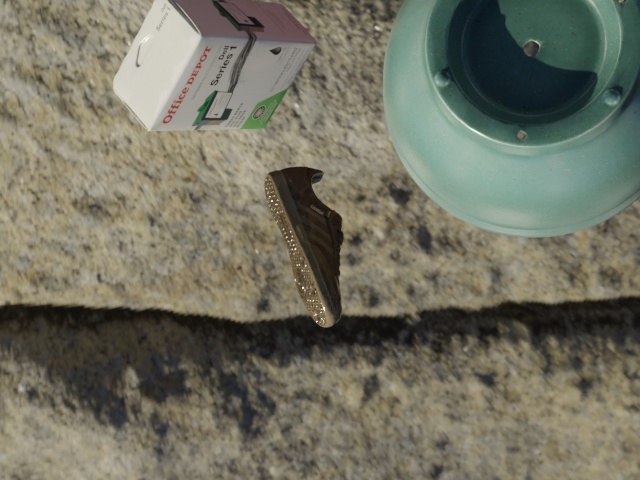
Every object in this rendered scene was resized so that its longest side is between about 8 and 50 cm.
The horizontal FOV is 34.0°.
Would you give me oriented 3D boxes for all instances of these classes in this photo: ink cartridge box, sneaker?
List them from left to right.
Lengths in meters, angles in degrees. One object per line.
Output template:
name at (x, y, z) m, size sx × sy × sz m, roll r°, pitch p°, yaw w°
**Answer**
ink cartridge box at (-0.137, -0.229, 1.363) m, size 0.219 × 0.092 × 0.160 m, roll -10°, pitch 142°, yaw -50°
sneaker at (0.000, 0.000, 1.147) m, size 0.071 × 0.066 × 0.188 m, roll -15°, pitch 73°, yaw -19°

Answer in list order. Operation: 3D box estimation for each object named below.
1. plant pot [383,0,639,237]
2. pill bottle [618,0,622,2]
plant pot at (0.187, -0.153, 0.916) m, size 0.293 × 0.196 × 0.293 m, roll -1°, pitch 87°, yaw 11°
pill bottle at (0.299, -0.292, 1.204) m, size 0.086 × 0.152 × 0.086 m, roll 4°, pitch 76°, yaw -17°
